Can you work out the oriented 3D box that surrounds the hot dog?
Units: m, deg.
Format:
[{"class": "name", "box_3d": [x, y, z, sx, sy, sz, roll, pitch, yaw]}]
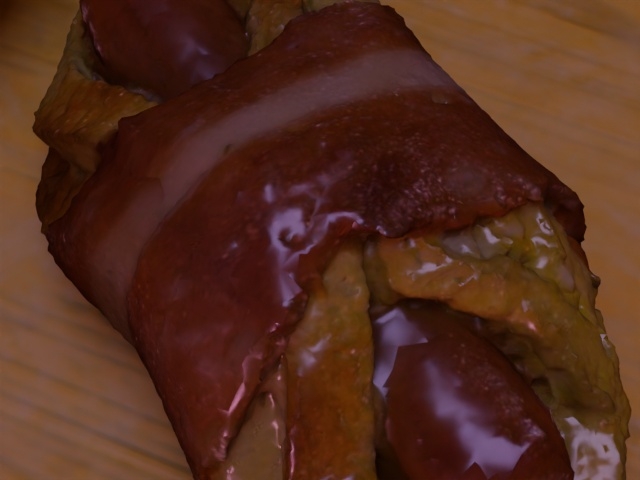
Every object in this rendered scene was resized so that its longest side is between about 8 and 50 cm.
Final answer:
[{"class": "hot dog", "box_3d": [-0.002, 0.000, 0.373, 0.123, 0.093, 0.261, -33, 66, -18]}]
